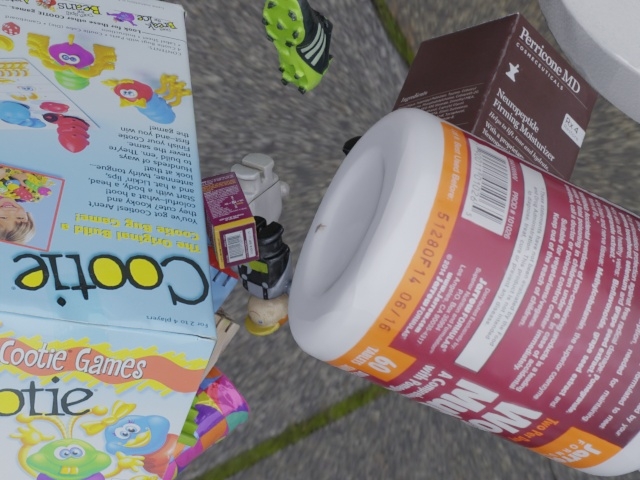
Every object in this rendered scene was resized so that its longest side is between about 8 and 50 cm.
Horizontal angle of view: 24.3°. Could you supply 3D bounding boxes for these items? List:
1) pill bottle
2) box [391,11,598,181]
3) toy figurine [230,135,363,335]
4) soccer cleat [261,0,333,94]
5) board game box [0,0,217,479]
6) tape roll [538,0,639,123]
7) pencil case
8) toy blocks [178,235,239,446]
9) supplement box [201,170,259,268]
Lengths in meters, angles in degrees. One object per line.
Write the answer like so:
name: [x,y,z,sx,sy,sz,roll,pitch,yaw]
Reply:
pill bottle: [0.107,0.036,0.683,0.221,0.121,0.121,25,94,-15]
box: [0.194,-0.128,1.763,0.168,0.167,0.203,39,60,-30]
toy figurine: [0.000,0.000,1.648,0.210,0.213,0.148,-10,126,-5]
soccer cleat: [-0.020,-0.232,1.623,0.060,0.179,0.072,30,70,19]
board game box: [-0.151,-0.008,0.816,0.144,0.275,0.142,9,131,-17]
tape roll: [0.351,-0.238,1.111,0.392,0.072,0.392,-2,66,5]
pencil case: [-0.197,0.246,1.775,0.236,0.104,0.104,-37,90,-25]
toy blocks: [-0.207,0.027,1.780,0.261,0.191,0.381,-55,46,6]
supplement box: [-0.094,-0.021,1.496,0.043,0.083,0.055,-15,135,-10]
